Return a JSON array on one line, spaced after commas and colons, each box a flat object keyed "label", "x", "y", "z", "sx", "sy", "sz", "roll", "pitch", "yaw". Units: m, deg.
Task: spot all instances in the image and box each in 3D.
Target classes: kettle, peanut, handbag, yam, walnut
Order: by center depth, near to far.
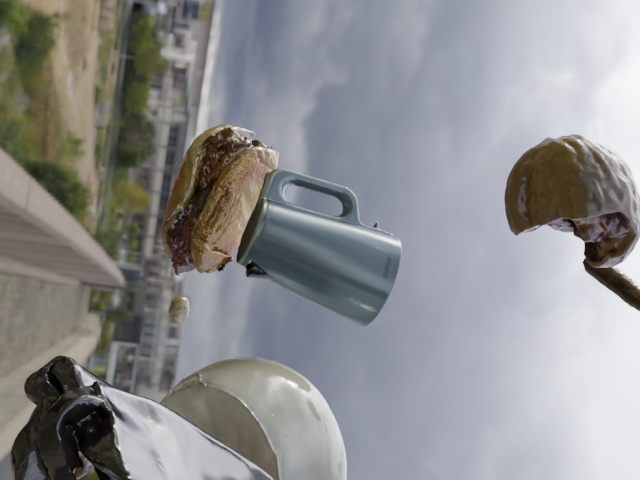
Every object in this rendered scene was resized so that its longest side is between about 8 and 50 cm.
[{"label": "handbag", "x": -0.050, "y": 0.200, "z": 0.545, "sx": 0.285, "sy": 0.113, "sz": 0.257, "roll": 40, "pitch": -13, "yaw": 49}, {"label": "walnut", "x": 0.432, "y": -0.079, "z": 1.593, "sx": 0.141, "sy": 0.238, "sz": 0.204, "roll": 126, "pitch": -15, "yaw": -80}, {"label": "kettle", "x": 0.000, "y": 0.000, "z": 1.595, "sx": 0.211, "sy": 0.243, "sz": 0.160, "roll": -71, "pitch": -166, "yaw": -16}, {"label": "peanut", "x": -0.239, "y": 0.116, "z": 1.640, "sx": 0.083, "sy": 0.037, "sz": 0.037, "roll": 107, "pitch": -13, "yaw": -71}, {"label": "yam", "x": 0.569, "y": 0.118, "z": 1.648, "sx": 0.327, "sy": 0.045, "sz": 0.045, "roll": 45, "pitch": -30, "yaw": 46}]

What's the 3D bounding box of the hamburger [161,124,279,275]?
[{"label": "hamburger", "x": -0.197, "y": -0.094, "z": 1.871, "sx": 0.282, "sy": 0.155, "sz": 0.245, "roll": -38, "pitch": 136, "yaw": -43}]

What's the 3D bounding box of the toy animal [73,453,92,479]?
[{"label": "toy animal", "x": -0.350, "y": 0.317, "z": 0.893, "sx": 0.097, "sy": 0.312, "sz": 0.157, "roll": 55, "pitch": 5, "yaw": -46}]

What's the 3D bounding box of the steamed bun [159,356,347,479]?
[{"label": "steamed bun", "x": -0.105, "y": 0.335, "z": 1.450, "sx": 0.206, "sy": 0.324, "sz": 0.324, "roll": -5, "pitch": 108, "yaw": -56}]
